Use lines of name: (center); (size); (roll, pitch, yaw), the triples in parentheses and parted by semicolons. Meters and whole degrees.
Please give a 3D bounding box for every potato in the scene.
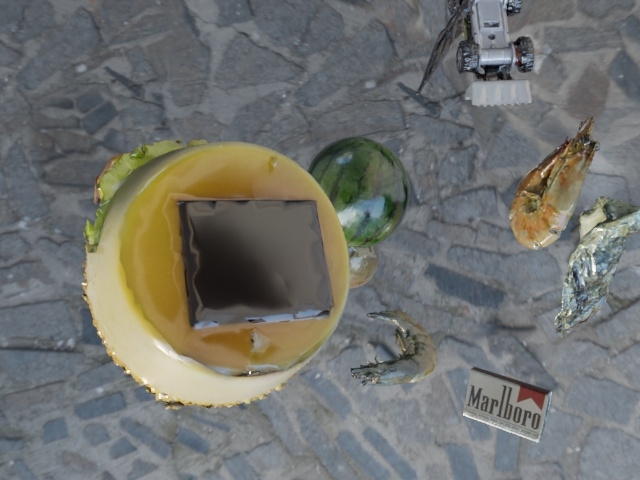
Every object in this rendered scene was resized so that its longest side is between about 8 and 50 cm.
potato: (0.000, 0.000, 1.487); (0.262, 0.165, 0.165); (21, 103, -9)

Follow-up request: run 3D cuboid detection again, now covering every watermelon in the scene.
watermelon: (0.058, -0.071, 1.270); (0.188, 0.188, 0.215); (23, 99, 5)

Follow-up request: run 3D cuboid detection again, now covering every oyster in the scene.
oyster: (0.407, 0.044, 1.115); (0.087, 0.199, 0.252); (26, 108, 21)

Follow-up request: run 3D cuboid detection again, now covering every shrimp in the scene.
shrimp: (0.479, -0.121, 1.495); (0.062, 0.154, 0.294); (15, 111, -37)
shrimp: (0.134, 0.206, 1.401); (0.051, 0.217, 0.150); (-38, 65, 48)

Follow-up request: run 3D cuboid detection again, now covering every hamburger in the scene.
hamburger: (-0.108, 0.030, 0.780); (0.276, 0.179, 0.294); (-6, 80, -28)

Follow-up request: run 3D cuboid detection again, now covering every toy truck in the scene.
toy truck: (0.302, -0.357, 1.310); (0.136, 0.111, 0.286); (-3, 74, -1)

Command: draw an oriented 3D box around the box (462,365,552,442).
box: (0.407, 0.357, 1.605); (0.177, 0.036, 0.115); (15, 104, 28)

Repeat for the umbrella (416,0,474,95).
umbrella: (0.100, -0.158, 0.546); (0.022, 0.013, 0.122); (31, 78, -36)

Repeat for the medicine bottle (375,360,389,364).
medicine bottle: (0.162, 0.308, 1.721); (0.047, 0.083, 0.047); (-12, 69, 33)
